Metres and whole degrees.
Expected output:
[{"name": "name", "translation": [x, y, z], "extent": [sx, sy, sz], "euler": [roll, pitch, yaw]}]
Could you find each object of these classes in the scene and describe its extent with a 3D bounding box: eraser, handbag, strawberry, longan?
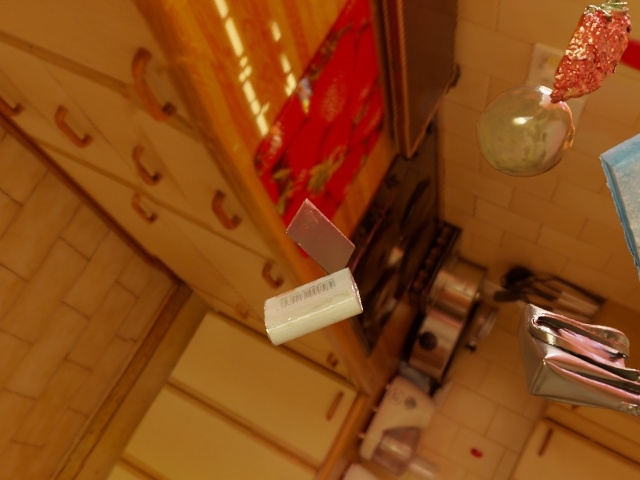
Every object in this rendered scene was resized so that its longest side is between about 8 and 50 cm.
[{"name": "eraser", "translation": [-0.019, 0.159, 1.743], "extent": [0.174, 0.227, 0.081], "euler": [-100, 169, -66]}, {"name": "eraser", "translation": [0.452, -0.006, 0.878], "extent": [0.311, 0.144, 0.042], "euler": [59, 8, -29]}, {"name": "handbag", "translation": [0.555, 0.253, 1.534], "extent": [0.285, 0.257, 0.113], "euler": [-67, 173, -68]}, {"name": "strawberry", "translation": [0.462, -0.319, 1.206], "extent": [0.192, 0.085, 0.140], "euler": [-50, 157, -26]}, {"name": "longan", "translation": [0.421, -0.225, 1.478], "extent": [0.196, 0.197, 0.220], "euler": [-65, 165, 2]}]

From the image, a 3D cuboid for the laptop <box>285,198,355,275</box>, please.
[{"name": "laptop", "translation": [0.000, 0.000, 1.855], "extent": [0.016, 0.197, 0.135], "euler": [-25, -154, 46]}]
